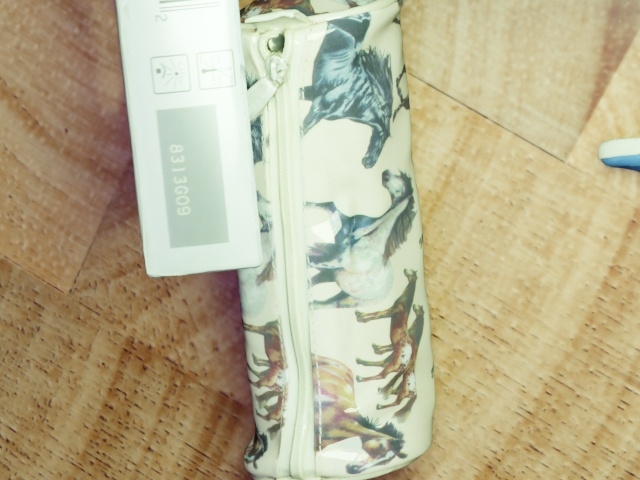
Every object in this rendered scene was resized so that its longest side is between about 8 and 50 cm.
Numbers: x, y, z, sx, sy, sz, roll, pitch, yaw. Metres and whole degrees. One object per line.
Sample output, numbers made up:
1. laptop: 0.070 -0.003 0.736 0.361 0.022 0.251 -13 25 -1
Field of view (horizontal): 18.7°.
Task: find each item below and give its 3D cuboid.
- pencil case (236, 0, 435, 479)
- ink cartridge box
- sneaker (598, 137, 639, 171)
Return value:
1. pencil case: 0.000 0.000 1.559 0.160 0.183 0.410 3 103 32
2. ink cartridge box: -0.107 -0.156 1.481 0.091 0.385 0.308 -7 100 -3
3. sneaker: 0.291 -0.037 1.521 0.152 0.058 0.085 4 94 11
